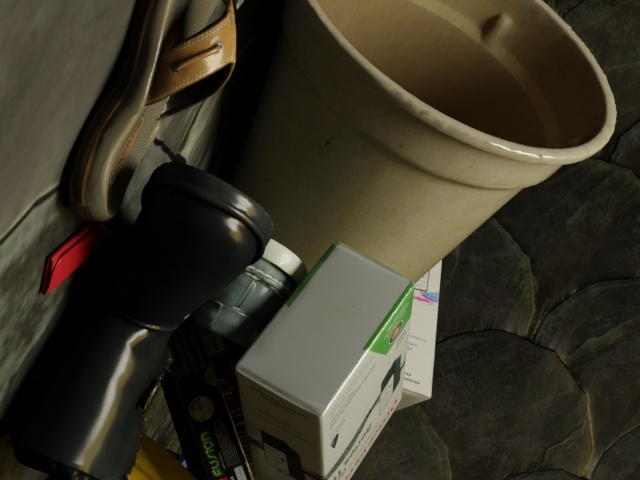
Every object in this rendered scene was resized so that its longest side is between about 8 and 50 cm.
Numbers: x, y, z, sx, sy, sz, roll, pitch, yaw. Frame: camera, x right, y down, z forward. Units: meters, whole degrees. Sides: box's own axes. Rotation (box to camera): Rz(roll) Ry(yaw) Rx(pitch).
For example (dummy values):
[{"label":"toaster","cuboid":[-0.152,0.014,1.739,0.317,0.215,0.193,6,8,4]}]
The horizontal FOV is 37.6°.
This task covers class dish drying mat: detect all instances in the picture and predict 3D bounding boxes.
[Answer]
[{"label":"dish drying mat","cuboid":[-0.163,0.005,0.642,0.083,0.008,0.032,-57,170,-58]}]

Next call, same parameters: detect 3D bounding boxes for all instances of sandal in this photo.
[{"label":"sandal","cuboid":[-0.090,-0.106,0.593,0.090,0.060,0.219,58,56,-83]}]

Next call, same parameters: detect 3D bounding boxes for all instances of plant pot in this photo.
[{"label":"plant pot","cuboid":[0.056,-0.097,0.924,0.305,0.334,0.334,-55,-178,39]}]

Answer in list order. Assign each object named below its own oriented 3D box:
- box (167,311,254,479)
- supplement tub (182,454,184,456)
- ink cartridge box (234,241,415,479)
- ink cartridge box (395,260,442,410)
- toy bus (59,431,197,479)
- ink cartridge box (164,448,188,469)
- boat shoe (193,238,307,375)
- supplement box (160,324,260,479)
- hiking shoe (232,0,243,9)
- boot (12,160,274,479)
[{"label":"box","cuboid":[-0.109,0.139,0.864,0.036,0.207,0.114,-20,163,-9]},{"label":"supplement tub","cuboid":[-0.100,0.487,1.585,0.241,0.331,0.241,24,90,-84]},{"label":"ink cartridge box","cuboid":[0.007,0.129,0.836,0.153,0.087,0.208,-52,158,-30]},{"label":"ink cartridge box","cuboid":[0.064,0.095,1.304,0.201,0.117,0.278,-35,-140,53]},{"label":"toy bus","cuboid":[-0.212,0.306,0.855,0.211,0.149,0.220,-43,163,-41]},{"label":"ink cartridge box","cuboid":[-0.248,0.403,1.243,0.311,0.065,0.186,-64,175,8]},{"label":"boat shoe","cuboid":[-0.066,0.097,0.916,0.319,0.116,0.099,86,29,-64]},{"label":"supplement box","cuboid":[-0.107,0.216,0.994,0.130,0.073,0.239,105,-34,-59]},{"label":"hiking shoe","cuboid":[-0.011,-0.253,0.710,0.114,0.086,0.227,-53,178,39]},{"label":"boot","cuboid":[-0.130,0.073,0.661,0.207,0.094,0.246,-66,-169,-21]}]
